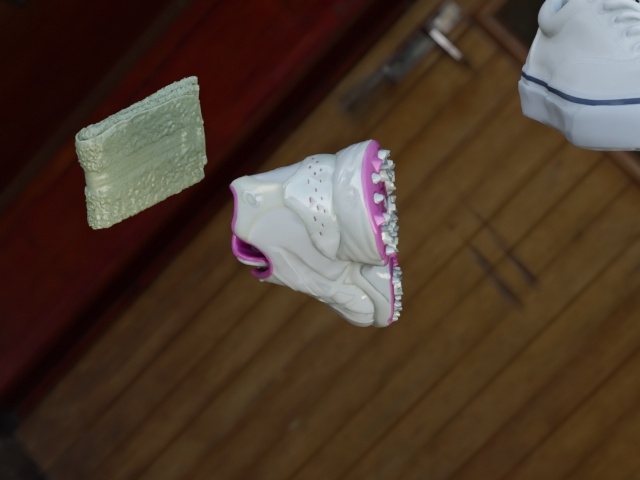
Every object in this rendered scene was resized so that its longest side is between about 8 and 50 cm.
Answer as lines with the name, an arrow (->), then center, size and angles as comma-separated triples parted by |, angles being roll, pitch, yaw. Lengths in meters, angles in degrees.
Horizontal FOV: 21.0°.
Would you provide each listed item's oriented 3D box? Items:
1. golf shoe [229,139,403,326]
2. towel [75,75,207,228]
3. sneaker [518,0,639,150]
golf shoe -> 0.000, 0.000, 1.459 | 0.306, 0.140, 0.115 | 75, 10, -68
towel -> -0.162, -0.080, 1.586 | 0.027, 0.110, 0.148 | 24, 42, 36
sneaker -> 0.172, -0.102, 0.971 | 0.094, 0.091, 0.258 | -2, 11, -16
